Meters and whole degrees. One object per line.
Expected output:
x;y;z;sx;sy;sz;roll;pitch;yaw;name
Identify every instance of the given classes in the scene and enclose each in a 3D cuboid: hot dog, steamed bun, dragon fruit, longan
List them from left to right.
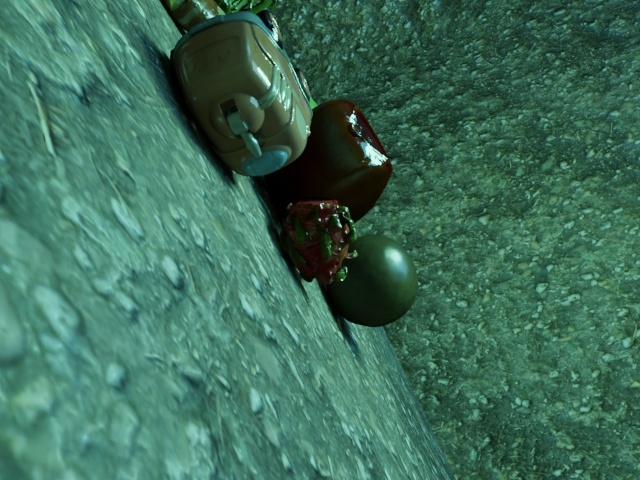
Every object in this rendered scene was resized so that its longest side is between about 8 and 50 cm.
-0.302;-0.537;1.356;0.261;0.093;0.123;39;28;-40;hot dog
-0.001;-0.150;1.403;0.234;0.248;0.379;62;-15;13;steamed bun
0.000;0.000;1.203;0.160;0.167;0.171;10;-78;46;dragon fruit
0.137;0.103;1.546;0.258;0.258;0.258;62;4;-8;longan

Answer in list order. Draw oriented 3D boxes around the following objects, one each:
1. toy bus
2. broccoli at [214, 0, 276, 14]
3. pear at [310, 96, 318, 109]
-0.124;-0.236;1.008;0.287;0.194;0.232;58;14;-49;toy bus
-0.281;-0.766;1.768;0.304;0.284;0.321;153;-72;-84;broccoli
-0.081;-0.355;1.946;0.342;0.239;0.318;51;19;0;pear
